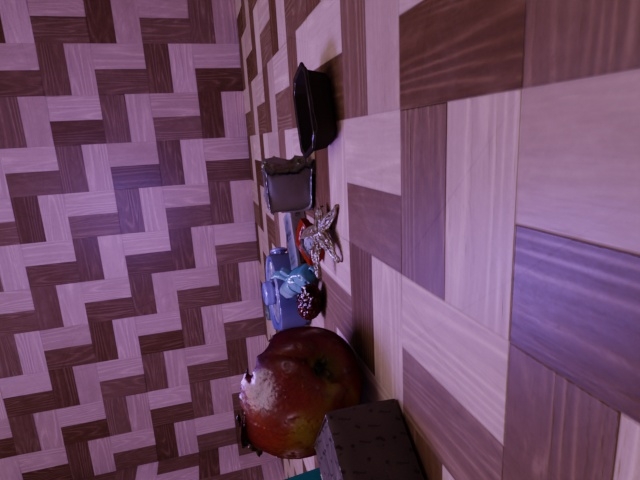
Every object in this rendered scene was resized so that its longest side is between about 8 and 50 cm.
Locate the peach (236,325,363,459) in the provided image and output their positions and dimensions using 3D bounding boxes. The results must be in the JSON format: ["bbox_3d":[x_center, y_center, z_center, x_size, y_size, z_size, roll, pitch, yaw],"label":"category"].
[{"bbox_3d":[-0.064,0.457,1.257,0.353,0.339,0.416,41,129,3],"label":"peach"}]

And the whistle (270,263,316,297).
[{"bbox_3d":[-0.088,0.160,1.675,0.274,0.186,0.093,-45,11,51],"label":"whistle"}]

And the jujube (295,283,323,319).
[{"bbox_3d":[-0.035,0.228,1.587,0.165,0.104,0.104,107,153,-50],"label":"jujube"}]

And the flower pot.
[{"bbox_3d":[-0.014,-0.374,1.256,0.179,0.084,0.250,160,102,-75],"label":"flower pot"}]

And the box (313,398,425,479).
[{"bbox_3d":[0.116,0.554,0.968,0.225,0.191,0.296,101,157,-46],"label":"box"}]

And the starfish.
[{"bbox_3d":[-0.005,0.001,1.386,0.295,0.048,0.231,-30,64,57],"label":"starfish"}]

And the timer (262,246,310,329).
[{"bbox_3d":[-0.176,0.219,1.972,0.395,0.174,0.394,173,90,-77],"label":"timer"}]

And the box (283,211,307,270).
[{"bbox_3d":[-0.094,0.001,1.765,0.155,0.067,0.242,141,121,-71],"label":"box"}]

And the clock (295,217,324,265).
[{"bbox_3d":[-0.034,0.005,1.548,0.155,0.061,0.113,-121,37,-50],"label":"clock"}]

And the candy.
[{"bbox_3d":[-0.114,-0.201,1.550,0.137,0.185,0.195,-112,16,-59],"label":"candy"}]

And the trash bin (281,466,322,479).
[{"bbox_3d":[-0.071,0.908,1.452,0.259,0.382,0.294,141,121,-72],"label":"trash bin"}]

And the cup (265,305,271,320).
[{"bbox_3d":[-0.210,0.359,2.221,0.120,0.142,0.119,175,90,-74],"label":"cup"}]
